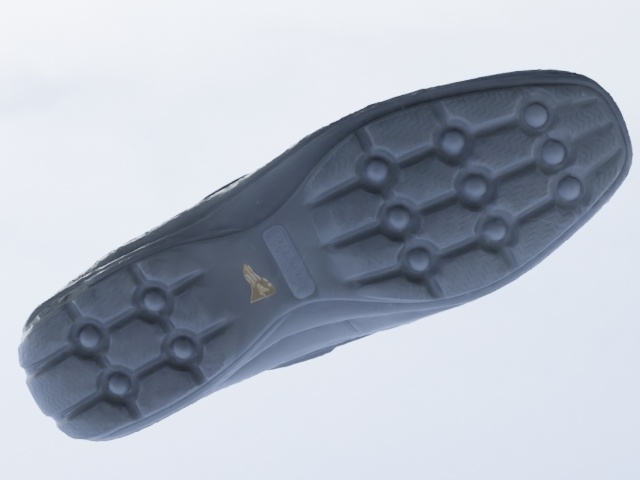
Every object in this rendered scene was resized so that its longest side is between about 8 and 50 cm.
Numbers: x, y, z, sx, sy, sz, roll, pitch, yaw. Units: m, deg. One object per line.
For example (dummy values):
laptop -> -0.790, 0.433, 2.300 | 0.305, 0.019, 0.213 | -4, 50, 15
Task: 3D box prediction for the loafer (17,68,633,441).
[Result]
loafer -> 0.000, 0.000, 0.955 | 0.319, 0.112, 0.111 | -22, -172, 7
